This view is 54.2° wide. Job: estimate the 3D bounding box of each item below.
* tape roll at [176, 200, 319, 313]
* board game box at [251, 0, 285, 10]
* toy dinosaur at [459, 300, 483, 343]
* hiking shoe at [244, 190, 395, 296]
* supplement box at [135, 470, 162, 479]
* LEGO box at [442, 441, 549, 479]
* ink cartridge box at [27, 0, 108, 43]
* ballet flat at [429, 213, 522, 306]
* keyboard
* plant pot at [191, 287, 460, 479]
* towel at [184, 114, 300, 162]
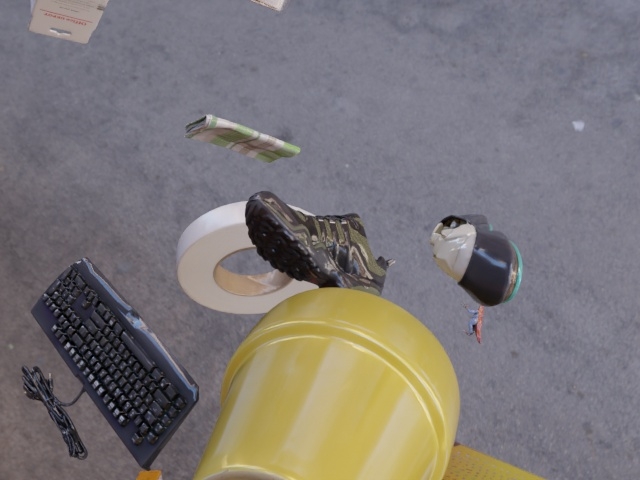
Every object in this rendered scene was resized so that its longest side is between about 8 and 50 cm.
[{"bbox_3d":[-0.165,0.054,1.572,0.392,0.392,0.072,-12,51,4],"label":"tape roll"},{"bbox_3d":[0.008,-0.319,0.449,0.053,0.305,0.193,22,17,-9],"label":"board game box"},{"bbox_3d":[0.322,0.158,1.264,0.082,0.047,0.090,-52,45,0],"label":"toy dinosaur"},{"bbox_3d":[0.000,0.000,0.823,0.086,0.227,0.114,-22,34,48],"label":"hiking shoe"},{"bbox_3d":[-0.260,0.409,0.946,0.036,0.098,0.062,-5,11,5],"label":"supplement box"},{"bbox_3d":[0.295,0.529,0.797,0.500,0.193,0.372,18,93,20],"label":"LEGO box"},{"bbox_3d":[-0.406,-0.410,1.018,0.104,0.180,0.060,3,64,-38],"label":"ink cartridge box"},{"bbox_3d":[0.142,0.012,0.613,0.074,0.074,0.203,-6,12,8],"label":"ballet flat"},{"bbox_3d":[-0.302,0.175,0.820,0.317,0.033,0.201,38,93,34],"label":"keyboard"},{"bbox_3d":[-0.003,0.208,0.607,0.254,0.254,0.239,6,23,16],"label":"plant pot"},{"bbox_3d":[-0.121,-0.149,0.948,0.113,0.152,0.023,3,78,61],"label":"towel"}]
